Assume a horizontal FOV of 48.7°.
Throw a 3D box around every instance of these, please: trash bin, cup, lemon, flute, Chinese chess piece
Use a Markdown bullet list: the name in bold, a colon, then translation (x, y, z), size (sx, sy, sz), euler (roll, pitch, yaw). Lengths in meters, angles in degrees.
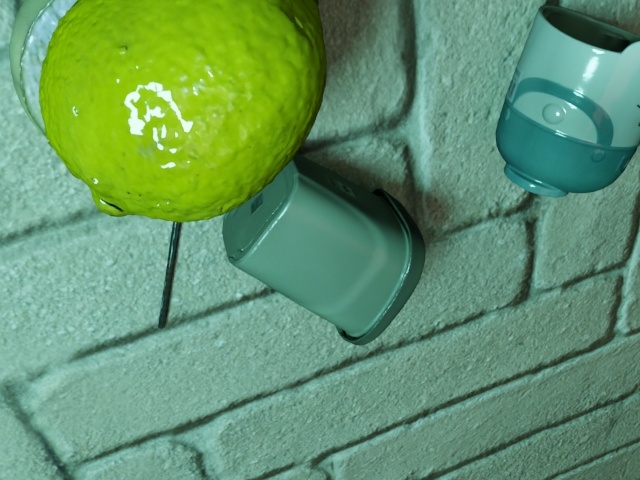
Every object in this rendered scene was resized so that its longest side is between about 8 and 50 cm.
- **trash bin**: translation (0.000, 0.000, 1.084), size (0.250, 0.219, 0.219), euler (28, 108, -29)
- **cup**: translation (0.418, -0.223, 1.112), size (0.290, 0.219, 0.257), euler (-27, 141, -48)
- **lemon**: translation (-0.132, -0.163, 0.722), size (0.321, 0.268, 0.268), euler (-54, 130, -7)
- **flute**: translation (-0.237, 0.036, 1.123), size (0.014, 0.014, 0.269), euler (0, 123, -24)
- **Chinese chess piece**: translation (-0.236, -0.215, 0.873), size (0.270, 0.112, 0.270), euler (-12, 127, -16)
